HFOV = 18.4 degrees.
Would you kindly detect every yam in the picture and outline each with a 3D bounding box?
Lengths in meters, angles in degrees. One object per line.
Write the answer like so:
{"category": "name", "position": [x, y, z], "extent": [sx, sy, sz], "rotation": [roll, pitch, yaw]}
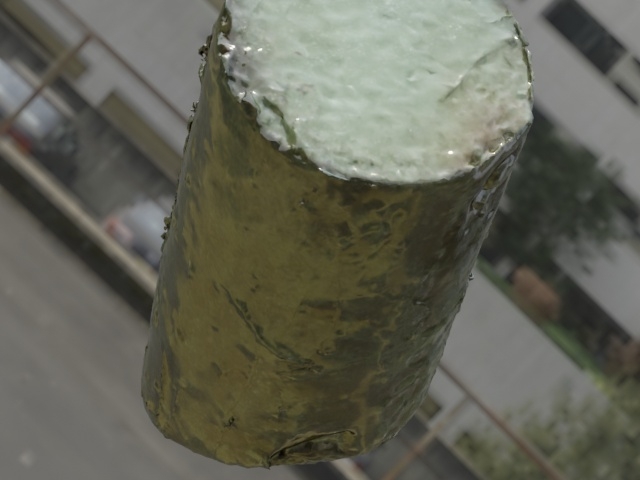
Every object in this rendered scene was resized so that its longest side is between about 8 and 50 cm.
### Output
{"category": "yam", "position": [0.000, 0.000, 1.046], "extent": [0.168, 0.168, 0.304], "rotation": [46, -37, 26]}
